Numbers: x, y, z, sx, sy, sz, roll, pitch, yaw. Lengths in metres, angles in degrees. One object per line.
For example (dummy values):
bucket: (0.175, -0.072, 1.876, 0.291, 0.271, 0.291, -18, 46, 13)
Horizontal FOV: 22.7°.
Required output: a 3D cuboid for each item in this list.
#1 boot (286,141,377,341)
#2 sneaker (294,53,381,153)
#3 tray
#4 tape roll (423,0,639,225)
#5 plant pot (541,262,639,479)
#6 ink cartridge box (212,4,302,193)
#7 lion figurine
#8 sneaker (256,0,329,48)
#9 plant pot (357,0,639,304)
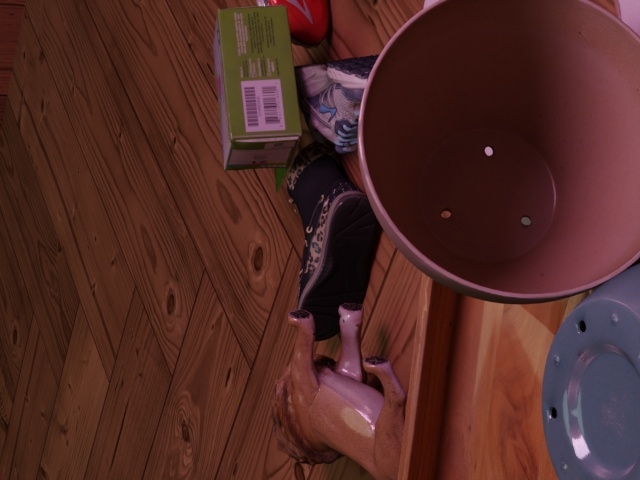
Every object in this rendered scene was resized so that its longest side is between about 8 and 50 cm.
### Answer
boot: (0.002, -0.001, 2.160, 0.178, 0.085, 0.236, -118, 37, -52)
sneaker: (0.053, -0.175, 2.050, 0.283, 0.110, 0.122, -167, 66, -71)
tray: (0.192, 0.197, 1.673, 0.203, 0.076, 0.410, 16, 108, 34)
tape roll: (0.244, -0.195, 1.582, 0.392, 0.072, 0.392, 3, 93, 54)
plant pot: (0.326, 0.134, 1.301, 0.293, 0.235, 0.293, -2, 88, 64)
ink cartridge box: (-0.095, -0.182, 2.177, 0.255, 0.097, 0.188, 116, 149, -71)
lion figurine: (0.058, 0.224, 1.978, 0.392, 0.142, 0.240, 32, 126, 56)
sneaker: (-0.026, -0.406, 2.193, 0.118, 0.107, 0.279, -17, 77, 54)
plant pot: (0.166, -0.066, 1.447, 0.191, 0.284, 0.284, 109, 155, -75)
